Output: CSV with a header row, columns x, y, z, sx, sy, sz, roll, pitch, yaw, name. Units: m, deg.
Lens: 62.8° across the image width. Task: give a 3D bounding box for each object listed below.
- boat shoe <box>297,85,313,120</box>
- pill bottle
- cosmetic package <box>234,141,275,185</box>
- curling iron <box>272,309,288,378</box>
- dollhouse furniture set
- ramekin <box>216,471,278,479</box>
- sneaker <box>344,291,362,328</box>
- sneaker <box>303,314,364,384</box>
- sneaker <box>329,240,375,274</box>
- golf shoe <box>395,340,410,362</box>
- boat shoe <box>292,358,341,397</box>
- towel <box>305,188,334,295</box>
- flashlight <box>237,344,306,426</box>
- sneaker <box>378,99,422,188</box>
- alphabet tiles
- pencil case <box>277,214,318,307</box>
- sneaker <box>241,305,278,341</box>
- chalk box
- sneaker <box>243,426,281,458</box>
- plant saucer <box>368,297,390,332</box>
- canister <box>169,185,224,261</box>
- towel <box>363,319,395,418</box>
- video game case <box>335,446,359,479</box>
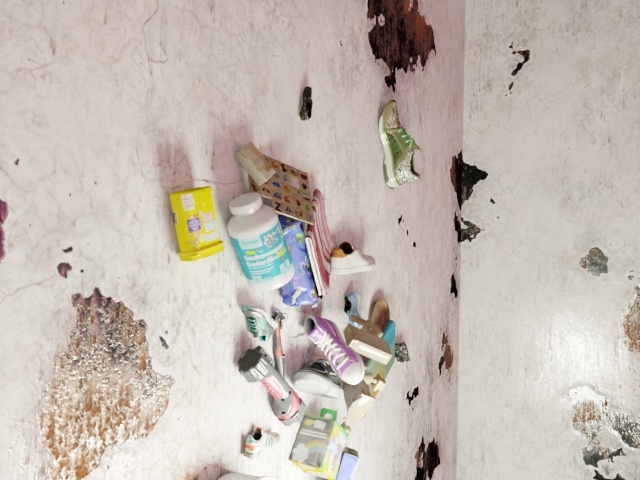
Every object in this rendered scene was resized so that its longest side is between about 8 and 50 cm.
x,y,z,sx,sy,sz,roll,pitch,yaw,name
-0.044,-0.476,1.816,0.049,0.042,0.133,35,59,-53,boat shoe
-0.174,0.002,1.488,0.146,0.146,0.264,-51,132,-47,pill bottle
-0.190,-0.222,1.518,0.115,0.041,0.060,50,42,-14,cosmetic package
-0.125,0.357,1.686,0.068,0.035,0.274,-11,100,-59,curling iron
0.096,0.504,2.004,0.356,0.173,0.303,-59,-164,17,dollhouse furniture set
-0.222,0.774,1.423,0.277,0.135,0.277,-2,93,-61,ramekin
0.121,0.291,2.110,0.073,0.063,0.162,-12,98,-40,sneaker
0.029,0.367,1.781,0.102,0.282,0.161,-48,138,7,sneaker
0.138,0.061,2.070,0.290,0.105,0.123,-6,98,-59,sneaker
0.376,0.526,2.540,0.198,0.077,0.094,48,35,-55,golf shoe
-0.010,0.474,1.832,0.335,0.121,0.119,54,37,-61,boat shoe
0.000,0.000,1.773,0.329,0.037,0.237,-82,161,-58,towel
-0.149,0.451,1.595,0.103,0.103,0.304,-97,160,-49,flashlight
0.386,-0.446,2.423,0.158,0.182,0.411,-35,119,-55,sneaker
-0.121,-0.162,1.596,0.237,0.009,0.198,18,52,-37,alphabet tiles
-0.089,0.068,1.661,0.133,0.119,0.306,-59,140,-69,pencil case
-0.185,0.250,1.558,0.166,0.065,0.076,50,52,-46,sneaker
0.004,0.693,1.819,0.132,0.132,0.213,58,44,-42,chalk box
-0.170,0.599,1.588,0.161,0.057,0.075,-2,98,-57,sneaker
0.260,0.356,2.357,0.198,0.036,0.199,-3,94,-60,plant saucer
-0.312,-0.045,1.321,0.126,0.073,0.170,-26,111,-58,canister
0.246,0.553,2.281,0.370,0.040,0.272,-48,143,-47,towel
0.072,0.893,1.877,0.244,0.061,0.270,77,31,-74,video game case
